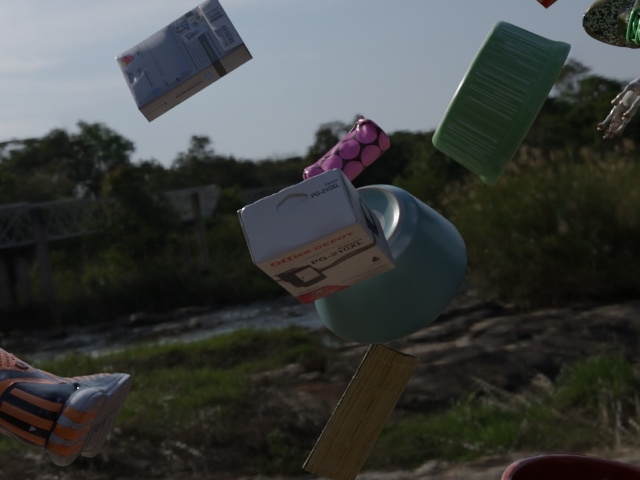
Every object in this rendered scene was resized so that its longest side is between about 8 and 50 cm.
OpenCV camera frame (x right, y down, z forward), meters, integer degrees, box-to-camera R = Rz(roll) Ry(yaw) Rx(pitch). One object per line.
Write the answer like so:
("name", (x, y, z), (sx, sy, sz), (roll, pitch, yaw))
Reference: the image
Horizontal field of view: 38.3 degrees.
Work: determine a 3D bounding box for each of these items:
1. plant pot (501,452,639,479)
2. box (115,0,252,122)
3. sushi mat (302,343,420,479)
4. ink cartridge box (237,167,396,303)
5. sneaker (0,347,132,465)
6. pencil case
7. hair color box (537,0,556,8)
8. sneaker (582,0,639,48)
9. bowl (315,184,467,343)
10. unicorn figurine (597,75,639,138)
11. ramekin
("plant pot", (0.305, 0.411, 0.992), (0.273, 0.265, 0.272), (9, 11, -2))
("box", (-0.211, -0.280, 1.411), (0.186, 0.145, 0.038), (-31, -40, 1))
("sushi mat", (0.089, 0.371, 1.977), (0.151, 0.316, 0.019), (27, 3, -40))
("ink cartridge box", (0.000, 0.000, 1.445), (0.172, 0.100, 0.237), (-23, -24, 10))
("sneaker", (-0.356, 0.195, 1.188), (0.180, 0.124, 0.321), (24, -11, 2))
("pencil case", (0.054, -0.183, 2.075), (0.209, 0.098, 0.095), (-42, -1, -6))
("hair color box", (0.507, -0.562, 1.981), (0.141, 0.072, 0.043), (-40, -11, -31))
("sneaker", (0.768, -0.484, 2.083), (0.410, 0.158, 0.182), (18, 30, 39))
("bowl", (0.097, 0.017, 1.698), (0.312, 0.311, 0.163), (-8, -42, 26))
("unicorn figurine", (0.486, -0.220, 1.410), (0.111, 0.060, 0.162), (-44, 4, -19))
("ramekin", (0.338, -0.269, 1.765), (0.148, 0.303, 0.303), (28, 7, 5))
